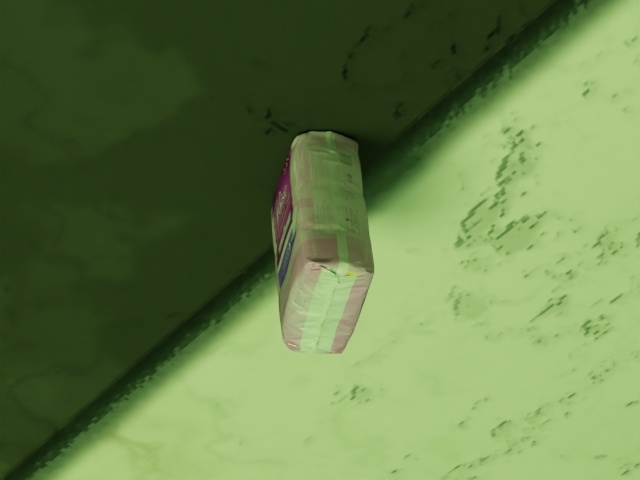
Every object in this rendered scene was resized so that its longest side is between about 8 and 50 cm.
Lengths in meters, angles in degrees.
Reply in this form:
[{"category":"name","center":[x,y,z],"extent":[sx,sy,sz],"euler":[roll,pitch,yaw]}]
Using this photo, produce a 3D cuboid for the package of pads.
[{"category":"package of pads","center":[0.000,0.000,0.678],"extent":[0.032,0.083,0.050],"euler":[9,132,-14]}]
